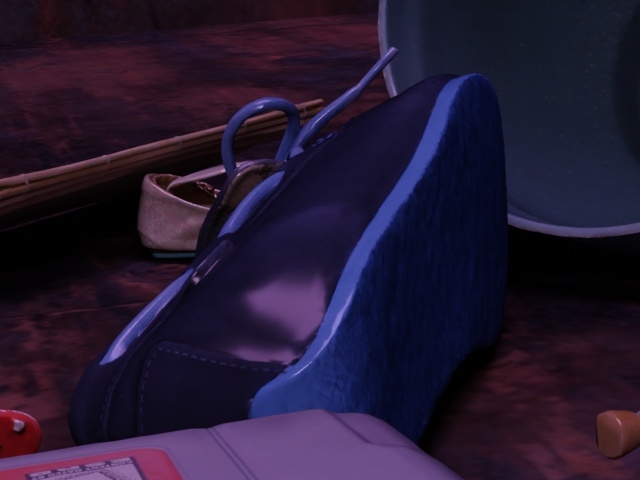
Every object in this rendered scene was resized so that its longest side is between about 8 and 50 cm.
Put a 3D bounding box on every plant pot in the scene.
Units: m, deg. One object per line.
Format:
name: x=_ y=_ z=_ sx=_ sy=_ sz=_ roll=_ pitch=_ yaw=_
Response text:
plant pot: x=0.205 y=-0.119 z=0.983 sx=0.293 sy=0.293 sz=0.196 roll=6 pitch=-11 yaw=38

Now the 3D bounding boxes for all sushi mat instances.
sushi mat: x=-0.138 y=-0.032 z=1.089 sx=0.151 sy=0.019 sz=0.316 roll=-19 pitch=1 yaw=35

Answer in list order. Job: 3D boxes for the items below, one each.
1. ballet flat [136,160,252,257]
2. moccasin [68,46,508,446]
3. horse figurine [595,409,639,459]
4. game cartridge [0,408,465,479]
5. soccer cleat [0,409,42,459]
ballet flat: x=-0.022 y=-0.017 z=1.013 sx=0.168 sy=0.052 sz=0.057 roll=-1 pitch=13 yaw=11
moccasin: x=0.000 y=0.000 z=0.740 sx=0.117 sy=0.137 sz=0.342 roll=-4 pitch=10 yaw=18
horse figurine: x=0.182 y=0.080 z=0.459 sx=0.174 sy=0.066 sz=0.263 roll=4 pitch=1 yaw=-28
game cartridge: x=-0.090 y=0.101 z=0.441 sx=0.294 sy=0.060 sz=0.196 roll=-8 pitch=12 yaw=-14
soccer cleat: x=-0.143 y=0.077 z=0.672 sx=0.083 sy=0.029 sz=0.035 roll=-15 pitch=20 yaw=-27
